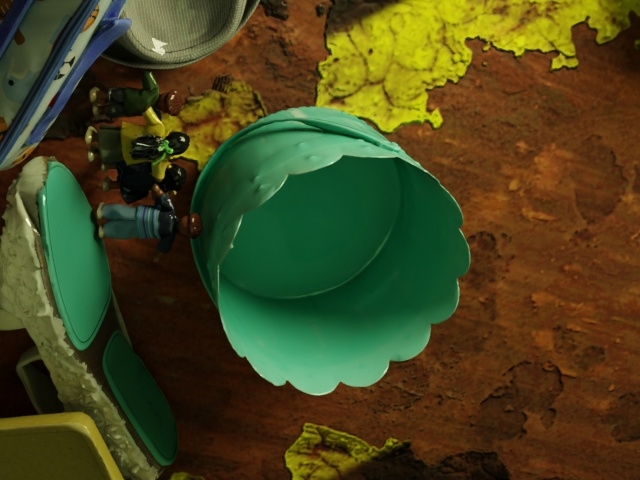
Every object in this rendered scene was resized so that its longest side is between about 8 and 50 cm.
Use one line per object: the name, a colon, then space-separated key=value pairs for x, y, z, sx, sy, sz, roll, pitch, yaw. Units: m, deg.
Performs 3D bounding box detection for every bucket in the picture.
bucket: x=0.000 y=0.000 z=1.640 sx=0.281 sy=0.183 sz=0.281 roll=-8 pitch=117 yaw=-15

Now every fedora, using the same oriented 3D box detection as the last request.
fedora: x=-0.150 y=-0.280 z=1.482 sx=0.244 sy=0.124 sz=0.275 roll=-6 pitch=118 yaw=-15

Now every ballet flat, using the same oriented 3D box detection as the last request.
ballet flat: x=-0.274 y=0.105 z=1.641 sx=0.147 sy=0.147 sz=0.409 roll=-22 pitch=120 yaw=-7

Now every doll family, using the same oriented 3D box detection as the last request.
doll family: x=-0.175 y=-0.073 z=1.586 sx=0.111 sy=0.076 sz=0.193 roll=1 pitch=121 yaw=10

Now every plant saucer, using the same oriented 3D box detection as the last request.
plant saucer: x=-0.322 y=0.306 z=1.688 sx=0.333 sy=0.081 sz=0.333 roll=-6 pitch=124 yaw=23

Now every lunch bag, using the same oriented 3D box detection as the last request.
lunch bag: x=-0.306 y=-0.214 z=1.406 sx=0.243 sy=0.115 sz=0.303 roll=39 pitch=113 yaw=7
